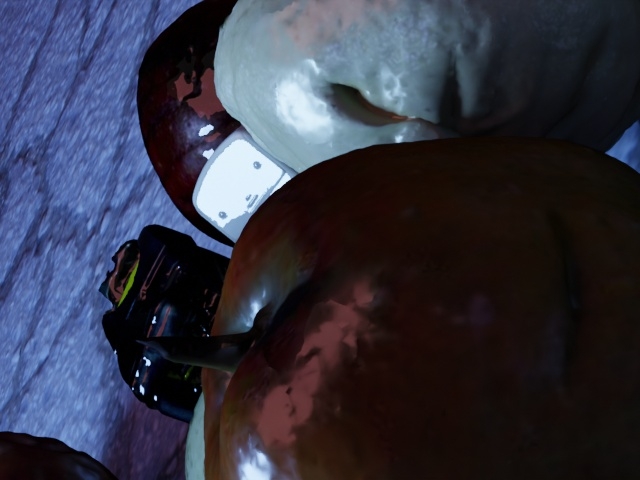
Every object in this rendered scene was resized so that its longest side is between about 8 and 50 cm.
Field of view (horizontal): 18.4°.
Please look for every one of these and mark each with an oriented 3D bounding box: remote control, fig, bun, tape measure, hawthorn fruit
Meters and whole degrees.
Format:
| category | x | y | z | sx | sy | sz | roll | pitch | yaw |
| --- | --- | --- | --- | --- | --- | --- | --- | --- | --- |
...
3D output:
| category | x | y | z | sx | sy | sz | roll | pitch | yaw |
| --- | --- | --- | --- | --- | --- | --- | --- | --- | --- |
| remote control | 0.000 | 0.000 | 1.355 | 0.087 | 0.190 | 0.029 | -54 | -3 | 37 |
| fig | -0.019 | -0.099 | 1.420 | 0.186 | 0.204 | 0.249 | -52 | 11 | -30 |
| bun | 0.077 | -0.093 | 1.159 | 0.259 | 0.259 | 0.160 | -27 | 72 | 59 |
| tape measure | -0.056 | 0.072 | 1.416 | 0.112 | 0.186 | 0.199 | -62 | 20 | 12 |
| hawthorn fruit | 0.051 | 0.080 | 1.013 | 0.267 | 0.300 | 0.268 | -178 | 90 | -70 |

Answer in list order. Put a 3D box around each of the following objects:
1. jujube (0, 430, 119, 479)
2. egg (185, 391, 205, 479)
| category | x | y | z | sx | sy | sz | roll | pitch | yaw |
| --- | --- | --- | --- | --- | --- | --- | --- | --- | --- |
| jujube | -0.279 | 0.352 | 1.642 | 0.276 | 0.276 | 0.377 | -168 | 84 | -67 |
| egg | 0.014 | 0.117 | 1.236 | 0.228 | 0.177 | 0.177 | -61 | 20 | -13 |
